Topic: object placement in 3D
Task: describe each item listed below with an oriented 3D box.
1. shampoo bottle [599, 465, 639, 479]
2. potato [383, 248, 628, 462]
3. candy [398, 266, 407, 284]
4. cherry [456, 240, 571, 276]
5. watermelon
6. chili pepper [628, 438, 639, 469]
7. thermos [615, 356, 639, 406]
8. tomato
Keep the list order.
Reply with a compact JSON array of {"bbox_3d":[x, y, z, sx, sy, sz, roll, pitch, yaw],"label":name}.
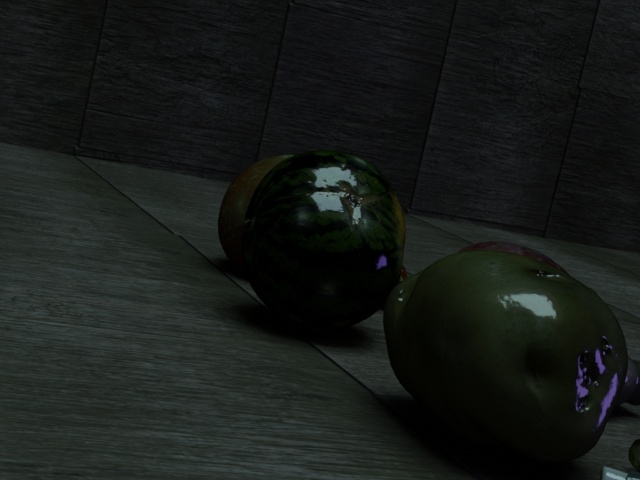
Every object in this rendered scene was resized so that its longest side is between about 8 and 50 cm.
[{"bbox_3d":[0.357,0.264,1.177,0.192,0.074,0.074,17,9,22],"label":"shampoo bottle"},{"bbox_3d":[0.212,0.125,1.400,0.243,0.221,0.326,8,4,-16],"label":"potato"},{"bbox_3d":[0.161,0.090,2.185,0.084,0.078,0.287,-25,-23,27],"label":"candy"},{"bbox_3d":[0.291,0.086,1.883,0.192,0.175,0.249,-3,34,-44],"label":"cherry"},{"bbox_3d":[0.005,0.001,1.803,0.269,0.269,0.269,12,8,-2],"label":"watermelon"},{"bbox_3d":[0.451,0.258,1.458,0.201,0.050,0.052,6,26,-23],"label":"chili pepper"},{"bbox_3d":[0.364,0.187,1.690,0.193,0.105,0.137,12,-24,-33],"label":"thermos"},{"bbox_3d":[-0.043,-0.039,2.155,0.270,0.223,0.270,10,11,-2],"label":"tomato"}]
